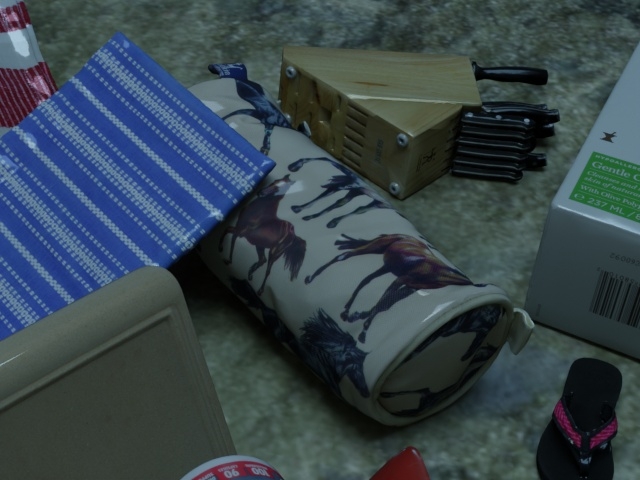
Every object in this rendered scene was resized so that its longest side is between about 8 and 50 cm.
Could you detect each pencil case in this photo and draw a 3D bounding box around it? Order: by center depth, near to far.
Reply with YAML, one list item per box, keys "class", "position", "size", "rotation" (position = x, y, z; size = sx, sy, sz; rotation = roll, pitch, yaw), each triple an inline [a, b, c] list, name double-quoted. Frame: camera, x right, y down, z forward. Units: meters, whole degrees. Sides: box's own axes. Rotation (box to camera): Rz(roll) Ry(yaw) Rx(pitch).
- class: "pencil case"
  position: [0.000, 0.000, 1.244]
  size: [0.183, 0.160, 0.410]
  rotation: [-32, 53, -22]

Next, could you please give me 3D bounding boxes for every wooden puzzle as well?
- class: "wooden puzzle"
  position: [-0.166, 0.167, 1.008]
  size: [0.221, 0.239, 0.044]
  rotation: [-30, 17, -36]

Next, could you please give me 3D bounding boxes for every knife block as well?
- class: "knife block"
  position: [0.122, -0.156, 1.498]
  size: [0.275, 0.088, 0.242]
  rotation: [34, 46, 27]

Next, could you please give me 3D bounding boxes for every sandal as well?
- class: "sandal"
  position: [0.234, 0.158, 1.189]
  size: [0.067, 0.040, 0.179]
  rotation: [15, 41, 8]

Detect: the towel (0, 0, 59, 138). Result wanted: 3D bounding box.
- class: "towel"
  position: [-0.396, -0.224, 1.383]
  size: [0.237, 0.037, 0.329]
  rotation: [0, 58, -45]

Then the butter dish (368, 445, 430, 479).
- class: "butter dish"
  position: [0.072, 0.262, 0.986]
  size: [0.118, 0.160, 0.160]
  rotation: [22, 33, -33]

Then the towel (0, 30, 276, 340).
- class: "towel"
  position: [-0.236, -0.024, 1.215]
  size: [0.336, 0.040, 0.243]
  rotation: [-43, 58, -9]

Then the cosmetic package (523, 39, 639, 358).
- class: "cosmetic package"
  position: [0.359, -0.049, 1.364]
  size: [0.197, 0.155, 0.365]
  rotation: [19, 43, 14]

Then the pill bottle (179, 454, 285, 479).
- class: "pill bottle"
  position: [-0.039, 0.242, 0.948]
  size: [0.108, 0.108, 0.180]
  rotation: [-12, 29, -22]
